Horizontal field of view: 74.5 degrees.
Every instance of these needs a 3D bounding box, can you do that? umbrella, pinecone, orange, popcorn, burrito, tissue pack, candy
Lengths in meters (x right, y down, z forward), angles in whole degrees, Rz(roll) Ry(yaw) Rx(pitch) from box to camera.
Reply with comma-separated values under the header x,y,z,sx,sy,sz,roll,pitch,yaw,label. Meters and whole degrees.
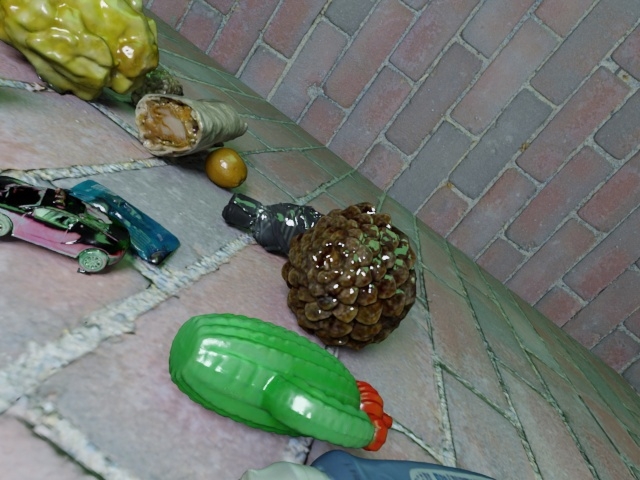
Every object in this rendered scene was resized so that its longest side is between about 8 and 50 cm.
x,y,z,sx,sy,sz,roll,pitch,yaw,label
-0.002,0.006,0.741,0.337,0.154,0.128,16,52,-5,umbrella
0.050,0.056,0.588,0.205,0.184,0.179,30,35,-50,pinecone
-0.179,-0.138,0.803,0.085,0.085,0.085,34,18,-12,orange
-0.419,-0.377,0.709,0.286,0.215,0.252,43,9,-39,popcorn
-0.238,-0.219,0.795,0.143,0.105,0.299,1,16,6,burrito
-0.235,-0.026,0.499,0.138,0.028,0.085,38,17,-10,tissue pack
-0.350,-0.320,0.899,0.085,0.095,0.110,37,22,-14,candy

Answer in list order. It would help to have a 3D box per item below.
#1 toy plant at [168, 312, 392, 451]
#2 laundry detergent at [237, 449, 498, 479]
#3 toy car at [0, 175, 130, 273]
x,y,z,sx,sy,sz,roll,pitch,yaw,label
-0.019,0.136,0.382,0.240,0.088,0.154,28,-10,-6,toy plant
0.066,0.240,0.323,0.290,0.094,0.143,26,23,-24,laundry detergent
-0.253,-0.021,0.402,0.142,0.055,0.069,27,17,-33,toy car
